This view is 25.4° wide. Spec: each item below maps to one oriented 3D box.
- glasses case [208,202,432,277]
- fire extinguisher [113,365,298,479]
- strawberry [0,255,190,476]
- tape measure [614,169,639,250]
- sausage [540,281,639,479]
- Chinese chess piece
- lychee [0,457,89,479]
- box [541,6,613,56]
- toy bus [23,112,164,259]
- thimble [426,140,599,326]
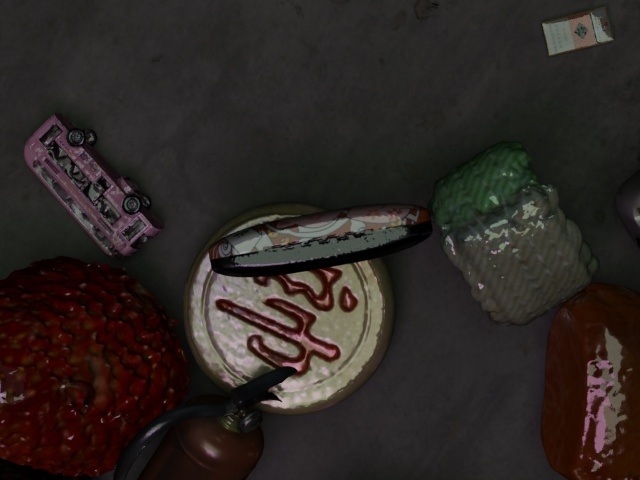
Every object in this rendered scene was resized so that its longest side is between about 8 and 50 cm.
[{"bbox_3d":[0.000,0.000,1.684,0.267,0.103,0.067,-9,88,1],"label":"glasses case"},{"bbox_3d":[-0.174,0.301,1.712,0.113,0.200,0.376,41,118,12],"label":"fire extinguisher"},{"bbox_3d":[-0.310,0.164,1.704,0.292,0.343,0.292,1,97,8],"label":"strawberry"},{"bbox_3d":[0.459,0.022,1.689,0.130,0.258,0.265,-38,82,6],"label":"tape measure"},{"bbox_3d":[0.356,0.185,1.746,0.141,0.153,0.268,-1,93,-24],"label":"sausage"},{"bbox_3d":[-0.039,0.086,1.795,0.270,0.112,0.270,0,92,3],"label":"Chinese chess piece"},{"bbox_3d":[-0.378,0.359,1.799,0.188,0.188,0.188,0,92,4],"label":"lychee"},{"bbox_3d":[0.325,-0.265,1.801,0.083,0.012,0.046,-13,90,6],"label":"box"},{"bbox_3d":[-0.294,-0.069,1.831,0.090,0.063,0.203,-43,87,8],"label":"toy bus"},{"bbox_3d":[0.226,-0.007,1.716,0.150,0.219,0.219,-32,90,6],"label":"thimble"}]
